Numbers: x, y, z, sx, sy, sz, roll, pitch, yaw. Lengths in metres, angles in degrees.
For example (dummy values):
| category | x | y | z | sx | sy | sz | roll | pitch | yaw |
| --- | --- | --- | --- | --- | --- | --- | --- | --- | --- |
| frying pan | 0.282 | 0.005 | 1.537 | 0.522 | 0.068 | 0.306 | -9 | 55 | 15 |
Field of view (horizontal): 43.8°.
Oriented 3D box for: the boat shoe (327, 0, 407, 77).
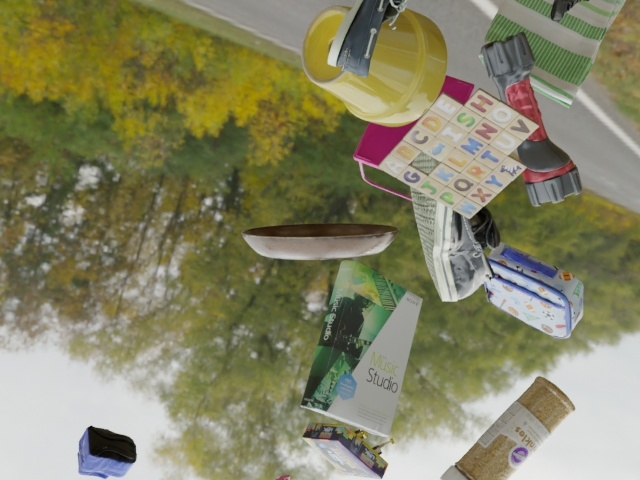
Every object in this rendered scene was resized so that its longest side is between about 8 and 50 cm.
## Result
| category | x | y | z | sx | sy | sz | roll | pitch | yaw |
| --- | --- | --- | --- | --- | --- | --- | --- | --- | --- |
| boat shoe | 0.096 | -0.381 | 1.293 | 0.079 | 0.254 | 0.095 | 25 | 163 | 3 |

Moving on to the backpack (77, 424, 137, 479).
| category | x | y | z | sx | sy | sz | roll | pitch | yaw |
| --- | --- | --- | --- | --- | --- | --- | --- | --- | --- |
| backpack | -0.481 | 0.482 | 1.793 | 0.120 | 0.101 | 0.098 | 19 | -149 | -30 |

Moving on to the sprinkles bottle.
| category | x | y | z | sx | sy | sz | roll | pitch | yaw |
| --- | --- | --- | --- | --- | --- | --- | --- | --- | --- |
| sprinkles bottle | 0.447 | 0.487 | 1.905 | 0.121 | 0.355 | 0.121 | 45 | 174 | 6 |

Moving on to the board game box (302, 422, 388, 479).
| category | x | y | z | sx | sy | sz | roll | pitch | yaw |
| --- | --- | --- | --- | --- | --- | --- | --- | --- | --- |
| board game box | 0.060 | 0.510 | 1.931 | 0.170 | 0.048 | 0.141 | 46 | 148 | -23 |

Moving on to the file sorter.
| category | x | y | z | sx | sy | sz | roll | pitch | yaw |
| --- | --- | --- | --- | --- | --- | --- | --- | --- | --- |
| file sorter | 0.242 | -0.268 | 2.042 | 0.202 | 0.290 | 0.182 | 22 | 166 | 14 |

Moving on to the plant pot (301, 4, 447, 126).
| category | x | y | z | sx | sy | sz | roll | pitch | yaw |
| --- | --- | --- | --- | --- | --- | --- | --- | --- | --- |
| plant pot | 0.099 | -0.383 | 1.681 | 0.239 | 0.254 | 0.254 | 5 | -165 | -46 |

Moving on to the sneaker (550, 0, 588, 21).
| category | x | y | z | sx | sy | sz | roll | pitch | yaw |
| --- | --- | --- | --- | --- | --- | --- | --- | --- | --- |
| sneaker | 0.538 | -0.520 | 1.660 | 0.089 | 0.170 | 0.051 | 16 | 157 | 1 |

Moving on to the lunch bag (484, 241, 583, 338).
| category | x | y | z | sx | sy | sz | roll | pitch | yaw |
| --- | --- | --- | --- | --- | --- | --- | --- | --- | --- |
| lunch bag | 0.592 | 0.135 | 2.263 | 0.303 | 0.115 | 0.243 | 26 | 154 | 35 |

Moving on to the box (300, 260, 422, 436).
| category | x | y | z | sx | sy | sz | roll | pitch | yaw |
| --- | --- | --- | --- | --- | --- | --- | --- | --- | --- |
| box | 0.096 | 0.232 | 1.701 | 0.058 | 0.322 | 0.232 | -4 | 154 | 47 |

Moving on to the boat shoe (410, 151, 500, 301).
| category | x | y | z | sx | sy | sz | roll | pitch | yaw |
| --- | --- | --- | --- | --- | --- | --- | --- | --- | --- |
| boat shoe | 0.292 | -0.037 | 1.693 | 0.500 | 0.156 | 0.187 | 68 | -175 | -54 |

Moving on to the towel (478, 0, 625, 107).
| category | x | y | z | sx | sy | sz | roll | pitch | yaw |
| --- | --- | --- | --- | --- | --- | --- | --- | --- | --- |
| towel | 0.516 | -0.483 | 1.772 | 0.248 | 0.325 | 0.038 | 27 | 167 | 4 |

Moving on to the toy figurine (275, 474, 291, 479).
| category | x | y | z | sx | sy | sz | roll | pitch | yaw |
| --- | --- | --- | --- | --- | --- | --- | --- | --- | --- |
| toy figurine | -0.059 | 0.625 | 1.853 | 0.173 | 0.159 | 0.130 | -19 | 169 | 12 |

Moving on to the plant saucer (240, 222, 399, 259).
| category | x | y | z | sx | sy | sz | roll | pitch | yaw |
| --- | --- | --- | --- | --- | --- | --- | --- | --- | --- |
| plant saucer | 0.000 | 0.000 | 1.564 | 0.310 | 0.050 | 0.310 | -1 | -173 | 0 |

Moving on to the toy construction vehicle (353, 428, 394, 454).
| category | x | y | z | sx | sy | sz | roll | pitch | yaw |
| --- | --- | --- | --- | --- | --- | --- | --- | --- | --- |
| toy construction vehicle | 0.134 | 0.519 | 2.081 | 0.086 | 0.098 | 0.035 | 60 | 169 | 4 |

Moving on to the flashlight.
| category | x | y | z | sx | sy | sz | roll | pitch | yaw |
| --- | --- | --- | --- | --- | --- | --- | --- | --- | --- |
| flashlight | 0.380 | -0.218 | 1.430 | 0.103 | 0.304 | 0.103 | -16 | -168 | 20 |

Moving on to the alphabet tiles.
| category | x | y | z | sx | sy | sz | roll | pitch | yaw |
| --- | --- | --- | --- | --- | --- | --- | --- | --- | --- |
| alphabet tiles | 0.240 | -0.146 | 1.327 | 0.198 | 0.237 | 0.009 | 28 | -133 | -14 |
